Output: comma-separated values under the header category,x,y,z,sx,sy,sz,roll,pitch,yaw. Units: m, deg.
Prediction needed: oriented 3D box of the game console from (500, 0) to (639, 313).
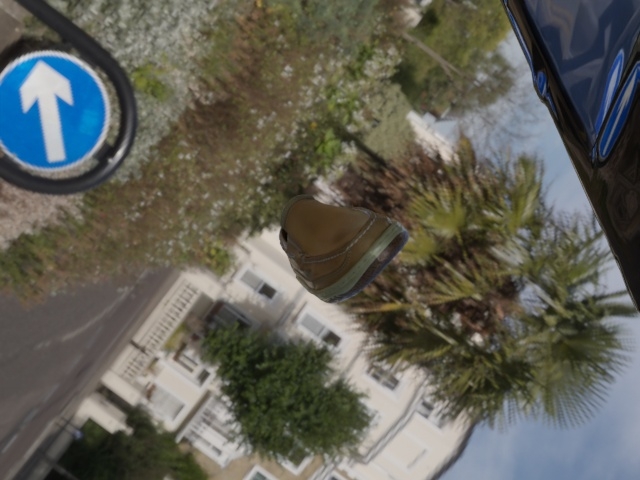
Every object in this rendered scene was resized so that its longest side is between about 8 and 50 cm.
category,x,y,z,sx,sy,sz,roll,pitch,yaw
game console,0.159,-0.203,0.353,0.342,0.060,0.386,97,-10,-51

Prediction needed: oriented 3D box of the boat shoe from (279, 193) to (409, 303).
category,x,y,z,sx,sy,sz,roll,pitch,yaw
boat shoe,0.000,0.000,0.510,0.068,0.072,0.190,-42,-175,-16
